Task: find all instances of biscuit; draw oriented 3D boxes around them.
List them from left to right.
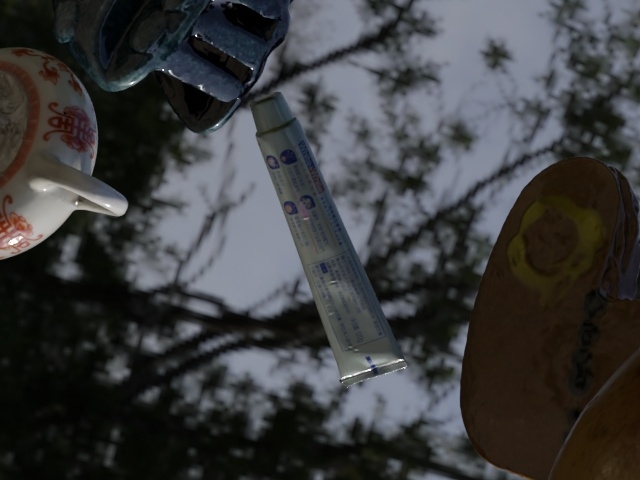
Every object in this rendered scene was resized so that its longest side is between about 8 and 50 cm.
[{"bbox_3d":[0.228,0.071,1.400,0.277,0.052,0.262,16,-93,44],"label":"biscuit"}]

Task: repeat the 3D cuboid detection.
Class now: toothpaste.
[{"bbox_3d":[0.000,0.000,1.283,0.052,0.218,0.033,-19,-168,15],"label":"toothpaste"}]

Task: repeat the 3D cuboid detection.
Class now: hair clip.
[{"bbox_3d":[-0.026,-0.213,1.098,0.310,0.194,0.206,-26,-124,29],"label":"hair clip"}]

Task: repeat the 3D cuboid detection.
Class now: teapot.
[{"bbox_3d":[-0.221,-0.058,1.285,0.245,0.116,0.159,13,-117,39],"label":"teapot"}]

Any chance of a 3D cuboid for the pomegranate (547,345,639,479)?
[{"bbox_3d":[0.299,0.196,0.833,0.416,0.416,0.417,-35,-134,46],"label":"pomegranate"}]
